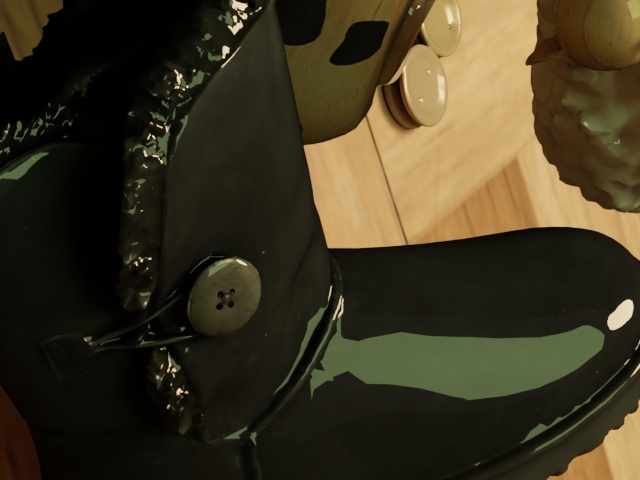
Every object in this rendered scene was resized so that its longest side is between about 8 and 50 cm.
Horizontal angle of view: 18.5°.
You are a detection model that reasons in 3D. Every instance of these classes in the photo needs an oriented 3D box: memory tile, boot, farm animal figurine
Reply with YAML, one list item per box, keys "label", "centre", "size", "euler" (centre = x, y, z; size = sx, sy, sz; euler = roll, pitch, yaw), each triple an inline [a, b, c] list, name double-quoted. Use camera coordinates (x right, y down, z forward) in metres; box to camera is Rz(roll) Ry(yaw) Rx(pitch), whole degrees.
- label: "memory tile"
  centre: [0.032, -0.133, 0.864]
  size: [0.113, 0.012, 0.148]
  euler: [37, 55, -45]
- label: "boot"
  centre: [0.000, 0.000, 0.632]
  size: [0.246, 0.094, 0.207]
  euler: [-26, 127, -17]
- label: "farm animal figurine"
  centre: [-0.007, -0.157, 0.647]
  size: [0.172, 0.330, 0.327]
  euler: [-60, 159, -44]
